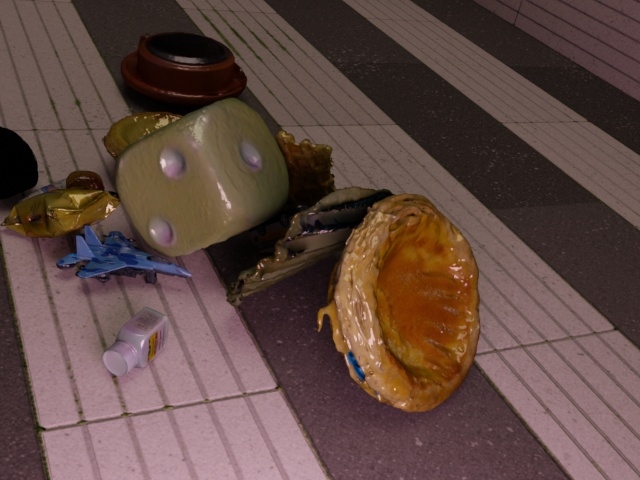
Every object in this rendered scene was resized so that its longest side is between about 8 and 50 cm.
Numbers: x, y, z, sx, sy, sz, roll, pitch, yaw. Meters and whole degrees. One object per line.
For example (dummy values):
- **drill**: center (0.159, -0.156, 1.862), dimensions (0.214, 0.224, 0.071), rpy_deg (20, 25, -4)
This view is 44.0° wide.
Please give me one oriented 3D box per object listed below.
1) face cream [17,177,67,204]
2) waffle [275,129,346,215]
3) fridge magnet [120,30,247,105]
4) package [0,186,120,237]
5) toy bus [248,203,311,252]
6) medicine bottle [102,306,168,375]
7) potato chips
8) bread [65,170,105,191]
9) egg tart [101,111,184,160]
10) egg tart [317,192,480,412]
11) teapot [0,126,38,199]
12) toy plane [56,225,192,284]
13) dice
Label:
- **face cream**: center (-0.593, -0.100, 1.710), dimensions (0.034, 0.034, 0.130), rpy_deg (28, 36, 23)
- **waffle**: center (-0.042, -0.109, 1.707), dimensions (0.291, 0.291, 0.051), rpy_deg (15, 42, 3)
- **fridge magnet**: center (-0.391, -0.493, 2.287), dimensions (0.364, 0.155, 0.363), rpy_deg (9, 33, -6)
- **package**: center (-0.516, -0.057, 1.578), dimensions (0.226, 0.090, 0.168), rpy_deg (-1, 14, 43)
- **toy bus**: center (-0.076, -0.022, 1.664), dimensions (0.172, 0.072, 0.057), rpy_deg (-19, 3, 45)
- **medicine bottle**: center (-0.311, 0.175, 1.337), dimensions (0.055, 0.074, 0.118), rpy_deg (23, 33, 15)
- **potato chips**: center (0.000, 0.000, 1.509), dimensions (0.429, 0.358, 0.070), rpy_deg (-22, 78, -48)
- **bread**: center (-0.509, -0.109, 1.713), dimensions (0.085, 0.085, 0.053), rpy_deg (-3, 40, -24)
- **egg tart**: center (-0.359, -0.198, 1.871), dimensions (0.315, 0.120, 0.315), rpy_deg (11, 31, -7)
- **egg tart**: center (0.138, 0.107, 1.407), dimensions (0.388, 0.388, 0.169), rpy_deg (-21, 10, -42)
- **teapot**: center (-0.694, -0.152, 1.675), dimensions (0.159, 0.159, 0.232), rpy_deg (13, 19, 0)
- **toy plane**: center (-0.369, 0.044, 1.527), dimensions (0.246, 0.078, 0.169), rpy_deg (19, 32, -2)
- **dice**: center (-0.231, -0.122, 1.575), dimensions (0.254, 0.250, 0.252), rpy_deg (63, 33, -6)
